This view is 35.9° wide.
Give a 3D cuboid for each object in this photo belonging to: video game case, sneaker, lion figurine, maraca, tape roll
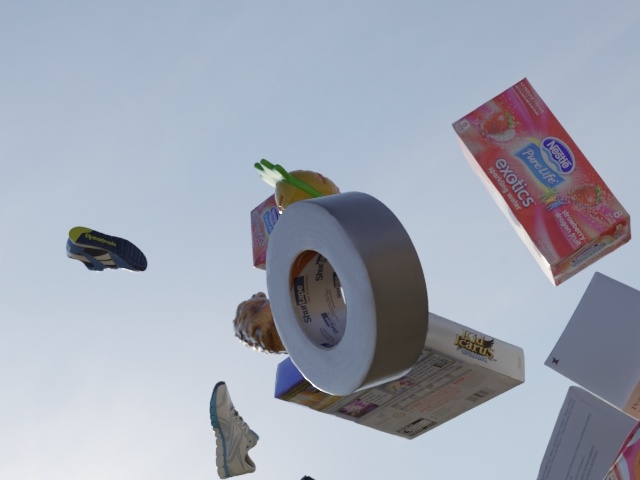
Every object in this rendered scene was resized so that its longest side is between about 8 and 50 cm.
[{"bbox_3d":[0.104,0.184,1.385,0.244,0.061,0.269,21,-37,-24],"label":"video game case"},{"bbox_3d":[-0.365,0.025,1.683,0.144,0.053,0.059,22,-56,-16],"label":"sneaker"},{"bbox_3d":[-0.002,0.215,2.163,0.142,0.392,0.240,-60,-3,-43],"label":"lion figurine"},{"bbox_3d":[-0.156,0.348,1.829,0.083,0.071,0.190,-5,-76,10],"label":"sneaker"},{"bbox_3d":[-0.030,-0.073,1.632,0.099,0.186,0.127,-56,12,-17],"label":"maraca"},{"bbox_3d":[0.024,0.058,1.102,0.072,0.219,0.219,-13,-38,-33],"label":"tape roll"}]

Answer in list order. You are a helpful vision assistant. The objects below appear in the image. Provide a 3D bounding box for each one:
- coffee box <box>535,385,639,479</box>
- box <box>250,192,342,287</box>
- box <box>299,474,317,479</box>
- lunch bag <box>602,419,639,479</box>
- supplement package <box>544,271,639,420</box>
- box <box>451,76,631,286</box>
[{"bbox_3d":[0.567,0.468,1.588,0.334,0.338,0.337,15,-84,-39],"label":"coffee box"},{"bbox_3d":[0.000,0.000,1.949,0.257,0.128,0.122,15,-32,-34],"label":"box"},{"bbox_3d":[0.025,0.477,1.496,0.233,0.059,0.183,31,-55,-6],"label":"box"},{"bbox_3d":[0.469,0.251,1.077,0.293,0.120,0.258,3,-52,-18],"label":"lunch bag"},{"bbox_3d":[0.418,0.158,1.209,0.244,0.134,0.139,27,-88,-35],"label":"supplement package"},{"bbox_3d":[0.365,-0.096,1.634,0.154,0.300,0.142,-32,-23,5],"label":"box"}]
